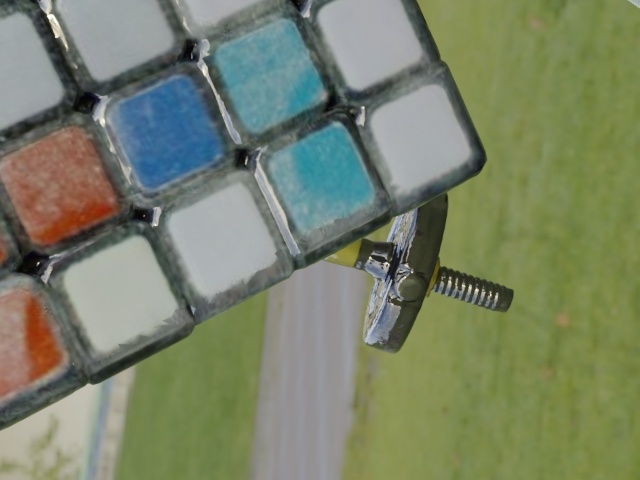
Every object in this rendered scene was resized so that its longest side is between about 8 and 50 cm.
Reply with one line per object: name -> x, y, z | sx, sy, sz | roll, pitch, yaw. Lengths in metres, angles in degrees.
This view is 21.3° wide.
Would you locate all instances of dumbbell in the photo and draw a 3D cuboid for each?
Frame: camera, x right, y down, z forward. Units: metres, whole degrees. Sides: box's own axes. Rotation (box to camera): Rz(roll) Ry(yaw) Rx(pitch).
dumbbell -> 0.000, 0.000, 1.369 | 0.143, 0.326, 0.143 | -163, 90, -86

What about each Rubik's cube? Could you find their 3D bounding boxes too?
Rubik's cube -> -0.136, -0.097, 0.876 | 0.286, 0.292, 0.293 | 65, 161, -9

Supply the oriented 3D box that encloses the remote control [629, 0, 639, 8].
remote control -> 0.382, -0.356, 1.724 | 0.038, 0.123, 0.285 | -27, -33, -42
